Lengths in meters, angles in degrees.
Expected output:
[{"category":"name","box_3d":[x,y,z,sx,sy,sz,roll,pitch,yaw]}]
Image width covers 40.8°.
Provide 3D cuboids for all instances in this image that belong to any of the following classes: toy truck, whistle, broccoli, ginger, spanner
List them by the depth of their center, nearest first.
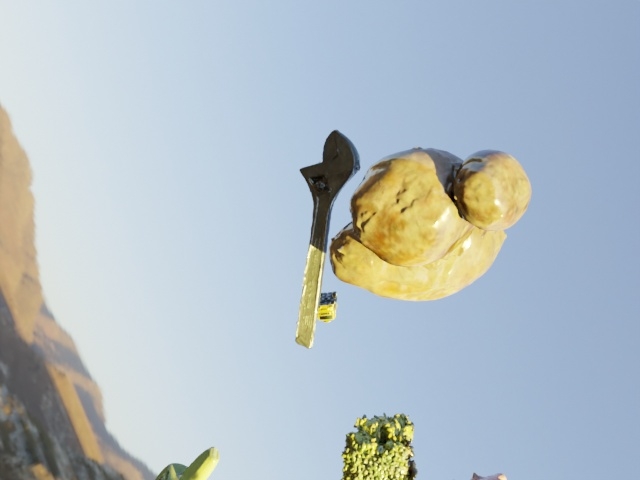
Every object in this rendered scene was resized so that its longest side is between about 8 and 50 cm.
[{"category":"ginger","box_3d":[0.135,-0.021,1.076,0.304,0.244,0.155,101,-16,-73]},{"category":"spanner","box_3d":[0.000,0.000,1.256,0.093,0.026,0.326,12,-80,24]},{"category":"whistle","box_3d":[-0.294,0.521,1.732,0.106,0.288,0.131,36,19,-21]},{"category":"toy truck","box_3d":[0.016,0.163,2.110,0.083,0.049,0.054,-70,154,-69]},{"category":"broccoli","box_3d":[0.129,0.544,2.202,0.273,0.180,0.243,-109,-148,-60]}]

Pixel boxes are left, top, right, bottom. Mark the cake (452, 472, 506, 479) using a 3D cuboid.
[{"category":"cake","box_3d":[0.222,0.618,1.609,0.306,0.314,0.293,-31,-103,32]}]
